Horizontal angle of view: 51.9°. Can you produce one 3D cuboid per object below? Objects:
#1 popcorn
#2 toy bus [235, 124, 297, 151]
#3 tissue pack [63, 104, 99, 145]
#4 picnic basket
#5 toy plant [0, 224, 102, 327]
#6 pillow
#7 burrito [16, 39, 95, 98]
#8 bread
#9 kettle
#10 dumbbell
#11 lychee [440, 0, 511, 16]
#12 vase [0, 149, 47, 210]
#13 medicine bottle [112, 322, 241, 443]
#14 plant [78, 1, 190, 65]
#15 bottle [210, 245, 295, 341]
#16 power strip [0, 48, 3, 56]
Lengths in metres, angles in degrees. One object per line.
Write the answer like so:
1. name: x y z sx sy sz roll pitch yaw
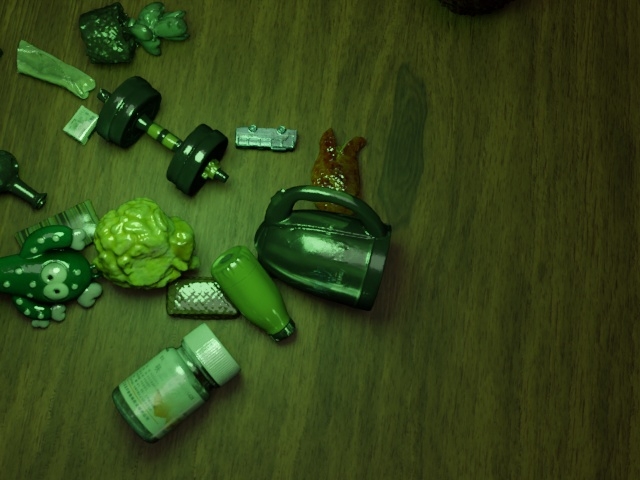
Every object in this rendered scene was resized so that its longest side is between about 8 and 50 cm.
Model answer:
1. popcorn: -0.426 0.006 1.594 0.259 0.259 0.212 -31 51 -11
2. toy bus: -0.146 -0.272 1.762 0.166 0.047 0.065 2 84 -5
3. tissue pack: -0.618 -0.299 1.710 0.062 0.042 0.083 33 78 -2
4. picnic basket: -0.295 0.144 1.664 0.193 0.055 0.110 2 80 -8
5. toy plant: -0.651 0.085 1.589 0.243 0.112 0.232 -26 116 -8
6. pillow: -0.652 -0.014 1.656 0.203 0.038 0.113 -26 84 -12
7. burrito: -0.700 -0.442 1.716 0.226 0.060 0.087 25 73 -1
8. bread: 0.047 -0.178 1.745 0.139 0.095 0.268 12 74 -12
9. kettle: 0.000 0.000 1.608 0.324 0.321 0.228 14 44 2
10. dumbbell: -0.396 -0.263 1.661 0.388 0.185 0.185 34 78 -1
11. lychee: 0.441 -0.771 1.797 0.330 0.306 0.306 -10 81 -24
12. vase: -0.770 -0.143 1.635 0.183 0.120 0.120 38 77 -15
13. medicine bottle: -0.340 0.337 1.566 0.273 0.165 0.165 -38 86 -11
14. plant: -0.481 -0.542 1.718 0.275 0.149 0.146 -14 45 -14
15. bottle: -0.156 0.139 1.621 0.112 0.112 0.260 -40 112 -12
16. power strip: -0.876 -0.462 1.715 0.038 0.029 0.111 31 75 0
